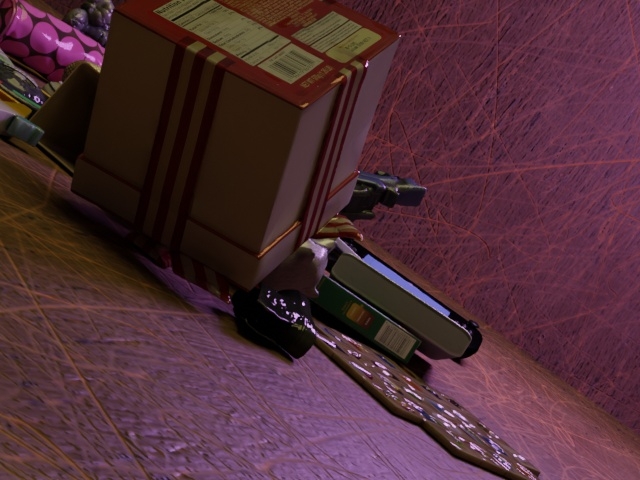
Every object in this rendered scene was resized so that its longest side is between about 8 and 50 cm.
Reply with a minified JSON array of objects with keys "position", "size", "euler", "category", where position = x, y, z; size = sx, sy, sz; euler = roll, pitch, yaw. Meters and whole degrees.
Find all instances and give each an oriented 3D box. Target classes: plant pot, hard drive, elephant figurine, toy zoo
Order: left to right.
[{"position":[-0.427,-0.191,1.686],"size":[0.293,0.030,0.192],"euler":[35,5,1],"category":"toy zoo"},{"position":[-0.256,-0.121,1.796],"size":[0.109,0.109,0.096],"euler":[38,-6,30],"category":"plant pot"},{"position":[-0.345,-0.276,2.587],"size":[0.239,0.186,0.169],"euler":[45,-39,-5],"category":"elephant figurine"},{"position":[0.102,0.097,2.151],"size":[0.203,0.040,0.307],"euler":[34,-6,2],"category":"hard drive"}]

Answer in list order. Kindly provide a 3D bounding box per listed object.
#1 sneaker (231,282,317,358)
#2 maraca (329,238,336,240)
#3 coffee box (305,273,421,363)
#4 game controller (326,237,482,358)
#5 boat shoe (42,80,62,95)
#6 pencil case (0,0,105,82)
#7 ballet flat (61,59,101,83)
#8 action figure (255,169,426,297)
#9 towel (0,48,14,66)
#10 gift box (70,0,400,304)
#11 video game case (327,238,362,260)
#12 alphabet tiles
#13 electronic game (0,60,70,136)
[{"position":[-0.053,0.069,1.593],"size":[0.089,0.051,0.170],"euler":[37,7,-20],"category":"sneaker"},{"position":[-0.055,-0.050,2.048],"size":[0.186,0.127,0.099],"euler":[35,2,-12],"category":"maraca"},{"position":[0.036,0.089,2.012],"size":[0.184,0.040,0.113],"euler":[34,-3,-14],"category":"coffee box"},{"position":[0.136,0.091,2.618],"size":[0.319,0.067,0.166],"euler":[35,5,4],"category":"game controller"},{"position":[-0.298,-0.173,2.136],"size":[0.226,0.076,0.083],"euler":[38,5,32],"category":"boat shoe"},{"position":[-0.428,-0.297,2.402],"size":[0.209,0.098,0.095],"euler":[31,51,-42],"category":"pencil case"},{"position":[-0.255,-0.144,1.988],"size":[0.206,0.073,0.067],"euler":[50,7,-29],"category":"ballet flat"},{"position":[-0.058,-0.030,1.867],"size":[0.341,0.178,0.330],"euler":[5,24,-26],"category":"action figure"},{"position":[-0.507,-0.291,2.217],"size":[0.113,0.023,0.152],"euler":[29,10,-36],"category":"towel"},{"position":[-0.078,-0.103,1.569],"size":[0.276,0.258,0.255],"euler":[33,38,18],"category":"gift box"},{"position":[0.000,0.000,2.186],"size":[0.087,0.011,0.122],"euler":[43,-15,-25],"category":"video game case"},{"position":[0.126,0.196,1.841],"size":[0.285,0.011,0.342],"euler":[38,6,40],"category":"alphabet tiles"},{"position":[-0.378,-0.187,1.895],"size":[0.229,0.048,0.229],"euler":[35,5,-3],"category":"electronic game"}]
